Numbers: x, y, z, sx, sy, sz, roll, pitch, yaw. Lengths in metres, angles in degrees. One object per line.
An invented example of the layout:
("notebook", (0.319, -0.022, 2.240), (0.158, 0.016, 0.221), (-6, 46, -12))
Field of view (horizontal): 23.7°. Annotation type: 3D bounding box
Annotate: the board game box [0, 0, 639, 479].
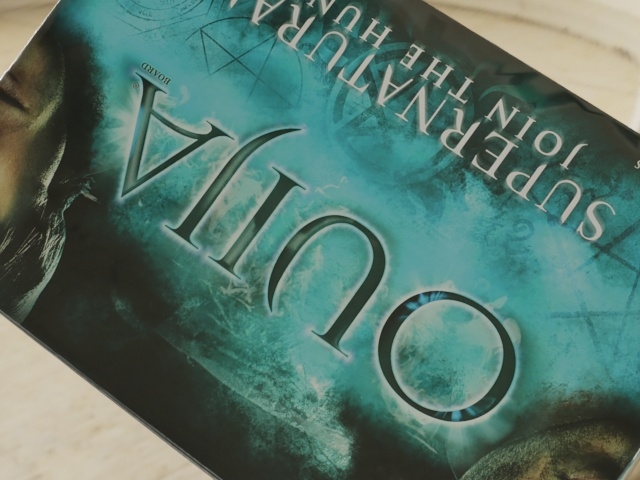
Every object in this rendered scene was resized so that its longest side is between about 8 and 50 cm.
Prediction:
("board game box", (0.000, 0.000, 0.374), (0.186, 0.126, 0.026), (34, -5, 18))
